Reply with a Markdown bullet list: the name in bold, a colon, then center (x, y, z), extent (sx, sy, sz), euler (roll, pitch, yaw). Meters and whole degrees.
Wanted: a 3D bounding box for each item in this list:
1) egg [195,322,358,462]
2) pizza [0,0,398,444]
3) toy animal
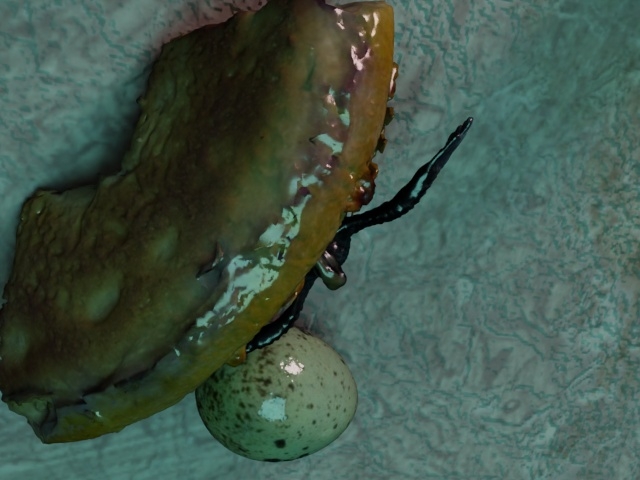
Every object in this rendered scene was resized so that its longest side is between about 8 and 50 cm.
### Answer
- **egg**: center (-0.025, 0.093, 0.846), extent (0.110, 0.085, 0.085), euler (4, 117, -35)
- **pizza**: center (-0.065, -0.012, 0.743), extent (0.305, 0.161, 0.085), euler (-49, 144, 11)
- **toy animal**: center (0.000, 0.000, 0.789), extent (0.220, 0.108, 0.062), euler (-45, 122, 7)
